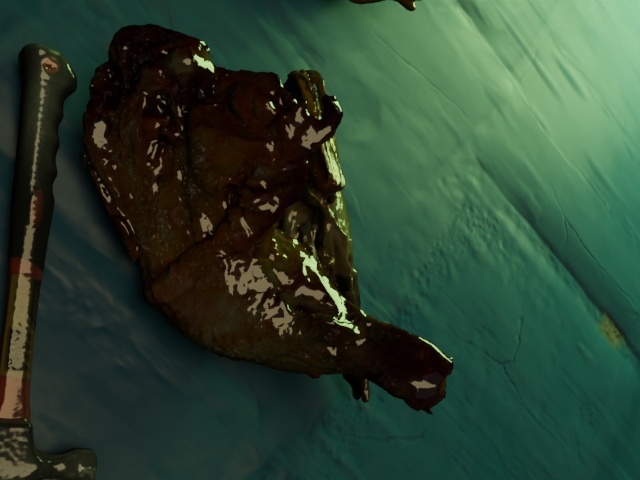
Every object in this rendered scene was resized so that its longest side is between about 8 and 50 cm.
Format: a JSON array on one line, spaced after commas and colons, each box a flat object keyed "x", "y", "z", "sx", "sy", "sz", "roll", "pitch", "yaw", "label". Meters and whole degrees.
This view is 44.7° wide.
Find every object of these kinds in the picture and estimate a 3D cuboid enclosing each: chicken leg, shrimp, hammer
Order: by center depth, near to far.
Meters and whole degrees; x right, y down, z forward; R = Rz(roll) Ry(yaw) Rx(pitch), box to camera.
[{"x": -0.189, "y": 0.013, "z": 0.500, "sx": 0.111, "sy": 0.033, "sz": 0.288, "roll": 11, "pitch": 74, "yaw": -33, "label": "hammer"}, {"x": -0.042, "y": -0.007, "z": 0.534, "sx": 0.323, "sy": 0.177, "sz": 0.083, "roll": 66, "pitch": 20, "yaw": -5, "label": "chicken leg"}, {"x": -0.005, "y": 0.003, "z": 0.589, "sx": 0.066, "sy": 0.117, "sz": 0.262, "roll": -12, "pitch": 90, "yaw": 1, "label": "shrimp"}]

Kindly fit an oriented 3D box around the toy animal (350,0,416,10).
[{"x": 0.008, "y": -0.316, "z": 0.680, "sx": 0.229, "sy": 0.066, "sz": 0.224, "roll": 1, "pitch": 80, "yaw": -29, "label": "toy animal"}]
